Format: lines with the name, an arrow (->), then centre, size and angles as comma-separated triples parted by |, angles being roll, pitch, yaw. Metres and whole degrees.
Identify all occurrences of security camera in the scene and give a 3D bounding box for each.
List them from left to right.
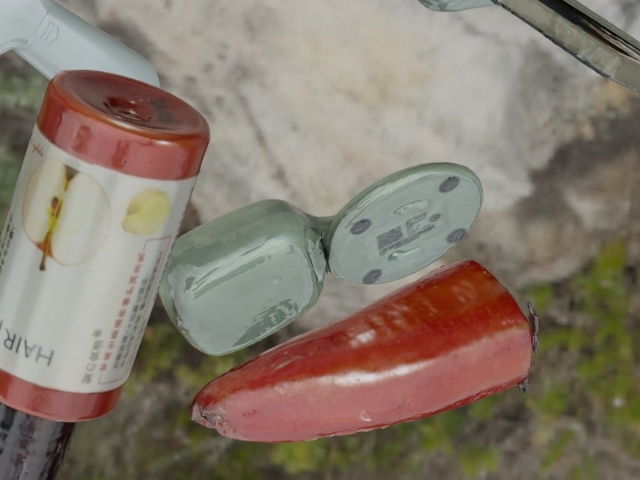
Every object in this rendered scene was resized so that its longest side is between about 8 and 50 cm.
security camera -> 0.000, 0.000, 1.669 | 0.301, 0.080, 0.157 | -24, 148, -5

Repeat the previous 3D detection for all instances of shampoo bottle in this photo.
shampoo bottle -> -0.158, 0.039, 1.171 | 0.104, 0.104, 0.278 | 17, 110, -9

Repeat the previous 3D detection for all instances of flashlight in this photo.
flashlight -> -0.204, -0.153, 1.449 | 0.200, 0.093, 0.047 | 35, 172, -39

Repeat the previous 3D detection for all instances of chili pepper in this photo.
chili pepper -> 0.013, 0.061, 0.911 | 0.088, 0.169, 0.065 | 28, 130, 56

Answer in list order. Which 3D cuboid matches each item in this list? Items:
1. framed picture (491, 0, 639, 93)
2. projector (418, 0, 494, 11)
framed picture -> 0.100, -0.131, 0.964 | 0.250, 0.016, 0.184 | 39, -165, 33
projector -> 0.155, -0.267, 1.235 | 0.250, 0.198, 0.108 | -10, 140, -2
